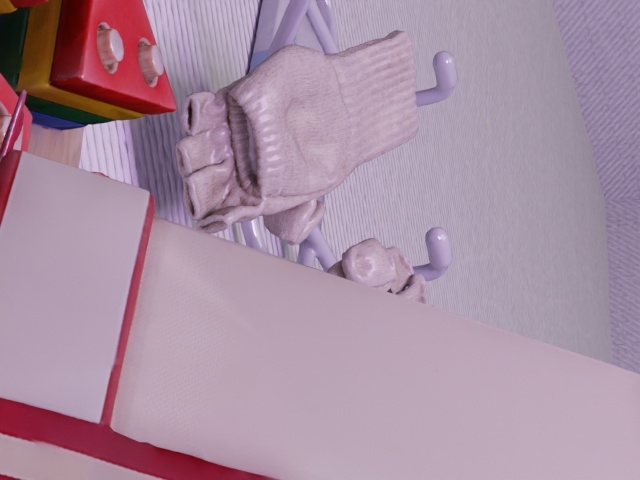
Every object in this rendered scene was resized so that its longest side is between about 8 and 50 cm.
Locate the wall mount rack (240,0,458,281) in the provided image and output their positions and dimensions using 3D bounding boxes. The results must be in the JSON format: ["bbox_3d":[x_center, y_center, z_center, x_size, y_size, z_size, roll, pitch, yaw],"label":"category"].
[{"bbox_3d":[0.011,-0.142,1.187,0.350,0.130,0.304,-84,155,-45],"label":"wall mount rack"}]

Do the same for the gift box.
[{"bbox_3d":[-0.048,0.127,0.508,0.255,0.258,0.276,-87,-161,-47],"label":"gift box"}]

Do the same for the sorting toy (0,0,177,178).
[{"bbox_3d":[-0.138,-0.065,0.692,0.255,0.089,0.257,60,26,-53],"label":"sorting toy"}]

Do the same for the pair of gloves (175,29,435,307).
[{"bbox_3d":[0.000,0.000,1.014,0.204,0.042,0.240,-17,110,-46],"label":"pair of gloves"}]
